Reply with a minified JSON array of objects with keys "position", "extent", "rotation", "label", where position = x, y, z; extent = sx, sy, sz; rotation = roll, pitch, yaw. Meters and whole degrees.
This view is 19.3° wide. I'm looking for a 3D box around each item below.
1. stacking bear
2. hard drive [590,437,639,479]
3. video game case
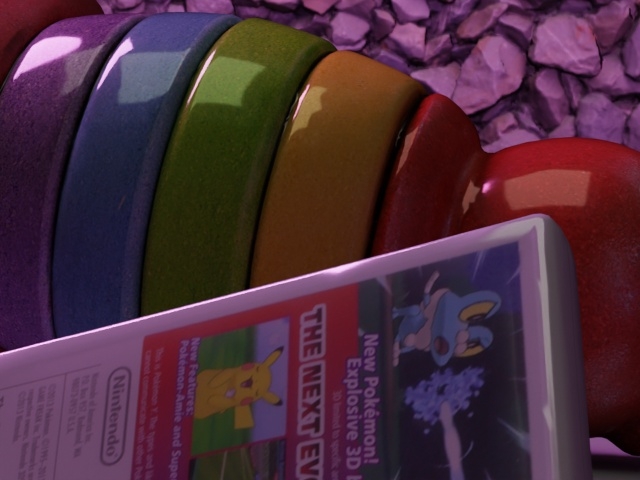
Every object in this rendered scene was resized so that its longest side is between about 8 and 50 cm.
[{"position":[0.000,0.000,0.695],"extent":[0.289,0.175,0.164],"rotation":[10,-3,12],"label":"stacking bear"},{"position":[0.073,0.100,0.697],"extent":[0.233,0.047,0.353],"rotation":[2,-2,30],"label":"hard drive"},{"position":[-0.029,0.099,0.398],"extent":[0.183,0.201,0.023],"rotation":[-15,-40,20],"label":"video game case"}]
